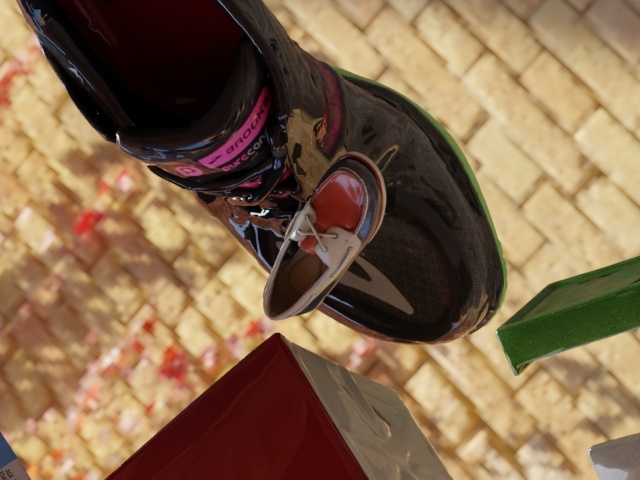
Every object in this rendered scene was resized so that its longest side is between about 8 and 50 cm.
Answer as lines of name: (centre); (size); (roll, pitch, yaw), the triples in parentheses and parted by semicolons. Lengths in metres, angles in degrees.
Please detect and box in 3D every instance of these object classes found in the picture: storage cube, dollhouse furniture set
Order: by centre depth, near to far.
storage cube: (-0.015, 0.209, 1.208); (0.184, 0.193, 0.215); (32, -159, -53)
dollhouse furniture set: (0.315, 0.080, 1.430); (0.301, 0.151, 0.197); (-34, -82, -48)

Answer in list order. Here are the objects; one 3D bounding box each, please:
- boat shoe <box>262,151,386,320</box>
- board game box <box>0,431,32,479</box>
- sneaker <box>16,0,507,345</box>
boat shoe: (0.000, 0.000, 1.099); (0.049, 0.137, 0.043); (43, -135, 14)
board game box: (-0.343, 0.106, 1.362); (0.308, 0.086, 0.302); (57, 164, 0)
sneaker: (-0.059, -0.075, 1.175); (0.483, 0.185, 0.202); (44, -154, -21)
